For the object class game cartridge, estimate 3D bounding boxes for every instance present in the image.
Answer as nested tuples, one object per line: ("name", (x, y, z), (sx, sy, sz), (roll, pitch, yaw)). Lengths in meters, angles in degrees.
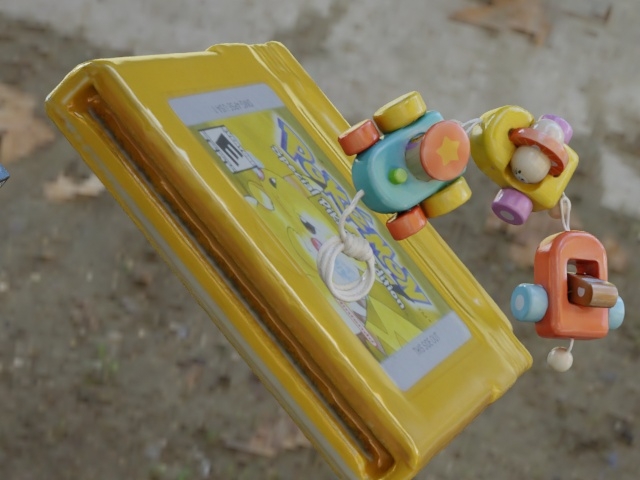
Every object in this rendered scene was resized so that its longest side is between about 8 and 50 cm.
("game cartridge", (0.000, 0.000, 1.195), (0.285, 0.052, 0.323), (51, 20, 5))

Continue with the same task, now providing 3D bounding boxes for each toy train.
("toy train", (0.083, -0.008, 0.940), (0.166, 0.046, 0.125), (11, 78, -28))

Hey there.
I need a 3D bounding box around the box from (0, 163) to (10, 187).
("box", (-0.269, -0.044, 1.419), (0.067, 0.083, 0.018), (50, 31, 5))
